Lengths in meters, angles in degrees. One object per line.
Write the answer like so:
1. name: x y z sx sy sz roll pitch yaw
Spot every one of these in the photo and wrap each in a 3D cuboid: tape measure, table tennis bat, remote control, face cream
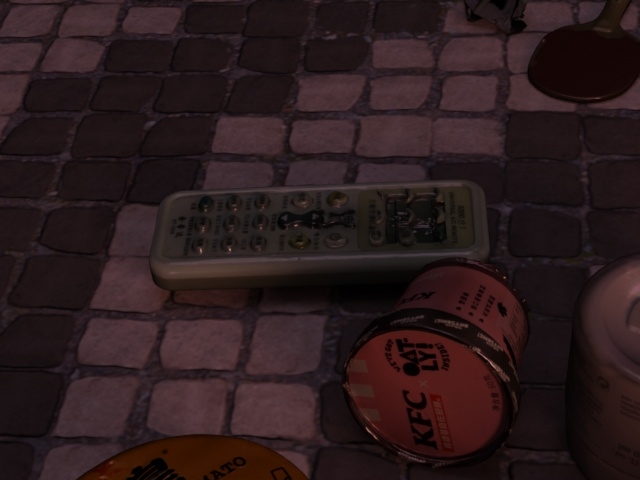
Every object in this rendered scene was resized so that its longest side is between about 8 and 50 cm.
1. tape measure: 0.215 -0.310 1.677 0.091 0.094 0.054 21 46 26
2. table tennis bat: 0.331 -0.238 1.640 0.131 0.022 0.234 13 46 22
3. remote control: 0.000 0.000 1.370 0.335 0.065 0.128 -2 39 5
4. face cream: 0.295 0.115 1.139 0.177 0.153 0.177 -3 42 3

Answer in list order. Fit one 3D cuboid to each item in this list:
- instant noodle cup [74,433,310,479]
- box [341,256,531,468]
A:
1. instant noodle cup: -0.091 0.274 0.985 0.216 0.172 0.215 -4 40 3
2. box: 0.112 0.100 1.187 0.151 0.151 0.135 11 35 19
